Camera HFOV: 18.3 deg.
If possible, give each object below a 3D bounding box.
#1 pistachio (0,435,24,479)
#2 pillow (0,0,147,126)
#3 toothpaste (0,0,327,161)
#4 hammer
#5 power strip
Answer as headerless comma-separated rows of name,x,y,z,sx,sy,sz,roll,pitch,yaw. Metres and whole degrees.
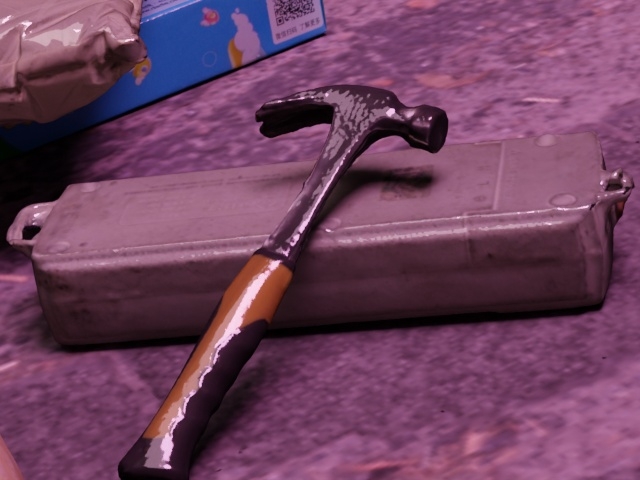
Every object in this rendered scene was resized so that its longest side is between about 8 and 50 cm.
pistachio,-0.156,0.126,0.565,0.187,0.187,0.299,-12,21,-1
pillow,-0.216,-0.102,0.999,0.274,0.076,0.281,-9,22,1
toothpaste,-0.125,-0.099,1.088,0.266,0.050,0.065,-24,32,-23
hammer,-0.025,0.014,0.789,0.078,0.021,0.201,16,59,27
power strip,0.000,0.000,0.852,0.272,0.052,0.078,-6,28,13
